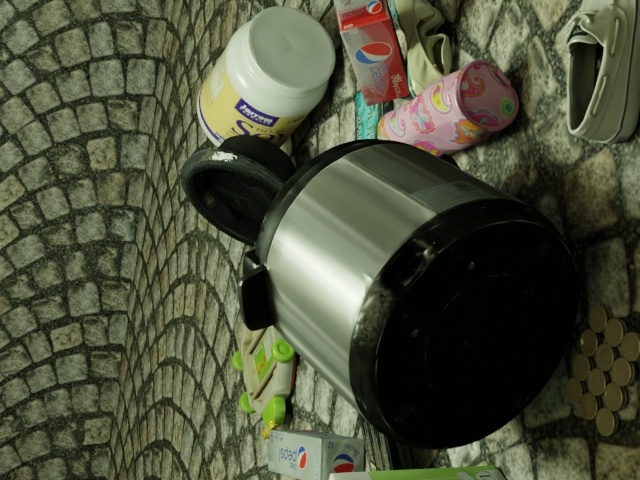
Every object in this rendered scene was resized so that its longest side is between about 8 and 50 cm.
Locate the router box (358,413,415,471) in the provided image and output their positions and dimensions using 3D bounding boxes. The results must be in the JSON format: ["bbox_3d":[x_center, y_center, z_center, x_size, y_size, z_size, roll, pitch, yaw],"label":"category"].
[{"bbox_3d":[0.117,0.362,1.740,0.133,0.046,0.179,-158,55,-69],"label":"router box"}]

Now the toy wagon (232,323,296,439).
[{"bbox_3d":[-0.126,0.309,2.359,0.267,0.068,0.344,121,144,-46],"label":"toy wagon"}]

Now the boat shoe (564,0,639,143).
[{"bbox_3d":[0.362,-0.262,1.298,0.096,0.088,0.268,-170,85,-67],"label":"boat shoe"}]

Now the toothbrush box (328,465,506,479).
[{"bbox_3d":[0.160,0.435,1.410,0.206,0.283,0.122,-123,43,-53],"label":"toothbrush box"}]

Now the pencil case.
[{"bbox_3d":[0.200,-0.199,1.626,0.284,0.124,0.124,156,115,-65],"label":"pencil case"}]

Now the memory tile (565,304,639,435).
[{"bbox_3d":[0.371,0.169,1.304,0.113,0.012,0.148,-131,49,-59],"label":"memory tile"}]

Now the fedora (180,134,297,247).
[{"bbox_3d":[-0.142,-0.126,2.240,0.334,0.334,0.153,-47,17,56],"label":"fedora"}]

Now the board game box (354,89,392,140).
[{"bbox_3d":[0.105,-0.219,1.961,0.126,0.026,0.186,151,120,-63],"label":"board game box"}]

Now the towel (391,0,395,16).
[{"bbox_3d":[0.166,-0.596,1.874,0.209,0.034,0.285,140,129,-60],"label":"towel"}]

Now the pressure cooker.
[{"bbox_3d":[0.114,0.049,1.434,0.376,0.369,0.420,-58,39,4],"label":"pressure cooker"}]

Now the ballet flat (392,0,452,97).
[{"bbox_3d":[0.188,-0.357,1.749,0.086,0.086,0.249,133,134,-55],"label":"ballet flat"}]

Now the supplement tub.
[{"bbox_3d":[-0.124,-0.353,2.241,0.331,0.241,0.241,139,130,-59],"label":"supplement tub"}]

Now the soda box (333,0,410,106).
[{"bbox_3d":[0.094,-0.342,1.761,0.263,0.092,0.084,58,-160,-65],"label":"soda box"}]

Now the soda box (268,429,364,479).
[{"bbox_3d":[-0.013,0.441,2.036,0.286,0.098,0.091,165,109,-65],"label":"soda box"}]
